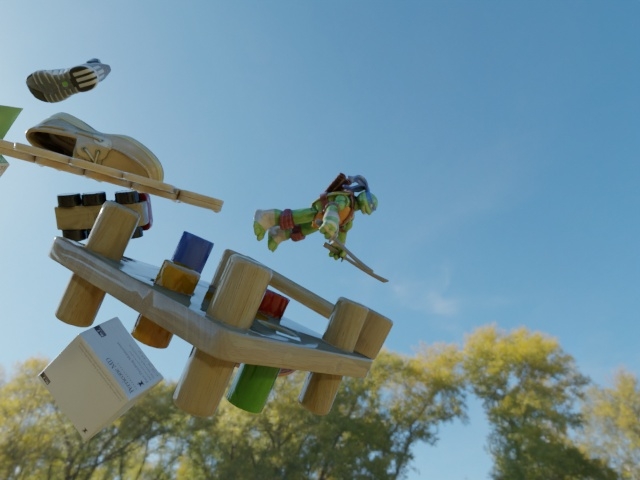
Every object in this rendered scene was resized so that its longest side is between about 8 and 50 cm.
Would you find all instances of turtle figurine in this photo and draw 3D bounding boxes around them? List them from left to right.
[{"bbox_3d":[0.000,0.000,1.135,0.266,0.198,0.275,-7,-79,14],"label":"turtle figurine"}]

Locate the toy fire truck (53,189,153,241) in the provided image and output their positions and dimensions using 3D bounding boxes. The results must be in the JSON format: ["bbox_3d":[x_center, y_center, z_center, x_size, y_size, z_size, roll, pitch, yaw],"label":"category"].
[{"bbox_3d":[-0.542,-0.062,1.360,0.216,0.246,0.159,-4,-77,-1],"label":"toy fire truck"}]

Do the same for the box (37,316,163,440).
[{"bbox_3d":[-0.481,0.301,1.129,0.182,0.119,0.181,-41,-95,22],"label":"box"}]

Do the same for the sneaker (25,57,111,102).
[{"bbox_3d":[-0.650,-0.428,1.362,0.228,0.132,0.086,0,-57,19],"label":"sneaker"}]

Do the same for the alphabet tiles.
[{"bbox_3d":[-0.269,-0.081,0.682,0.283,0.021,0.278,15,0,-12],"label":"alphabet tiles"}]

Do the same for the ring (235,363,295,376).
[{"bbox_3d":[-0.198,0.242,1.366,0.336,0.336,0.032,21,-75,-25],"label":"ring"}]

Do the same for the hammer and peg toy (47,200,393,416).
[{"bbox_3d":[-0.081,0.087,0.572,0.265,0.128,0.361,20,-5,33],"label":"hammer and peg toy"}]

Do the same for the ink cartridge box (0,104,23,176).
[{"bbox_3d":[-0.712,-0.172,1.038,0.235,0.171,0.056,-42,-95,17],"label":"ink cartridge box"}]

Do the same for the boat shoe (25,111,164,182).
[{"bbox_3d":[-0.471,-0.175,1.076,0.302,0.098,0.109,26,-53,10],"label":"boat shoe"}]
